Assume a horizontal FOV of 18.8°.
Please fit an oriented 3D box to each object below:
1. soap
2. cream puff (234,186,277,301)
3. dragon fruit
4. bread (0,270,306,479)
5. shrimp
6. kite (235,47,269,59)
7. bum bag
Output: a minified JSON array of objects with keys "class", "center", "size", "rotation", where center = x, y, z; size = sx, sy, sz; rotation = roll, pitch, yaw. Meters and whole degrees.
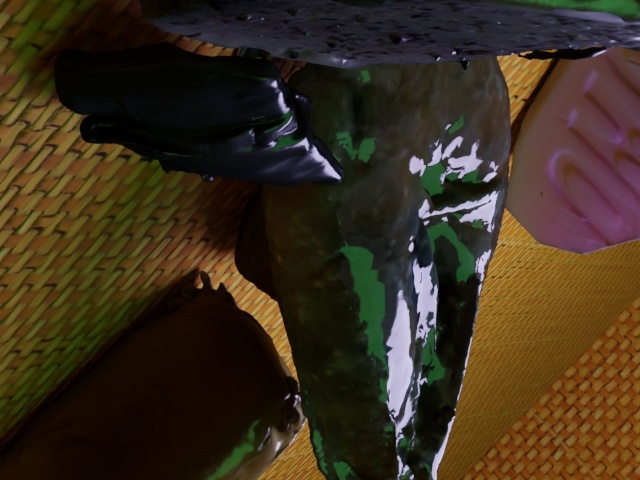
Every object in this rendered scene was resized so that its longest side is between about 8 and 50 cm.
[{"class":"soap","center":[0.295,-0.105,1.711],"size":[0.109,0.193,0.324],"rotation":[-29,159,-38]},{"class":"cream puff","center":[0.004,0.000,1.429],"size":[0.126,0.103,0.144],"rotation":[-39,158,-12]},{"class":"dragon fruit","center":[0.041,-0.189,0.878],"size":[0.221,0.204,0.283],"rotation":[3,179,-33]},{"class":"bread","center":[-0.128,0.152,1.431],"size":[0.241,0.136,0.107],"rotation":[-41,164,-7]},{"class":"shrimp","center":[0.056,0.038,1.354],"size":[0.221,0.110,0.446],"rotation":[-24,123,-37]},{"class":"kite","center":[0.024,-0.184,1.173],"size":[0.241,0.014,0.183],"rotation":[-45,165,-2]},{"class":"bum bag","center":[-0.062,-0.069,1.102],"size":[0.248,0.123,0.060],"rotation":[29,62,-79]}]
